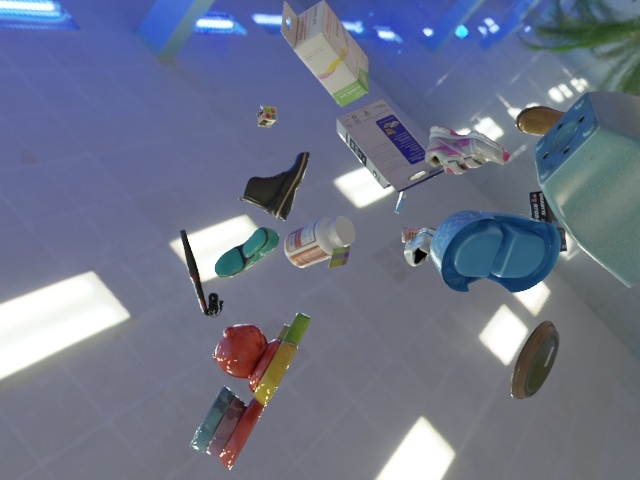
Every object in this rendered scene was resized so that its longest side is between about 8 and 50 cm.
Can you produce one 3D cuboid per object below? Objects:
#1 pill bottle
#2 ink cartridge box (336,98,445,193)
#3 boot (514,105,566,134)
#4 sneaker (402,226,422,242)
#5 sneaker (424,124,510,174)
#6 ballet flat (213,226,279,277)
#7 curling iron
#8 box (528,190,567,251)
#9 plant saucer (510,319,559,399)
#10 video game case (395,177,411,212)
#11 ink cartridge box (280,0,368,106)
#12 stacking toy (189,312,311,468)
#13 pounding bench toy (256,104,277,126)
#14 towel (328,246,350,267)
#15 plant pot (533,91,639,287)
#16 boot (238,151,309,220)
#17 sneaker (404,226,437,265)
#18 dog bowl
[{"bbox_3d":[0.000,0.000,2.146,0.121,0.216,0.121,22,-122,-40],"label":"pill bottle"},{"bbox_3d":[0.197,-0.258,1.994,0.165,0.065,0.333,-24,-123,-16],"label":"ink cartridge box"},{"bbox_3d":[0.724,-0.323,2.031,0.236,0.089,0.269,0,-158,-5],"label":"boot"},{"bbox_3d":[0.306,-0.018,2.257,0.134,0.070,0.051,-1,-87,-71],"label":"sneaker"},{"bbox_3d":[0.375,-0.219,1.806,0.103,0.111,0.252,25,177,-41],"label":"sneaker"},{"bbox_3d":[-0.207,0.042,2.032,0.087,0.247,0.083,7,-124,-49],"label":"ballet flat"},{"bbox_3d":[-0.358,0.098,2.041,0.068,0.035,0.274,-23,-92,-42],"label":"curling iron"},{"bbox_3d":[0.655,-0.050,1.996,0.220,0.051,0.175,0,-96,-60],"label":"box"},{"bbox_3d":[0.701,0.393,2.252,0.041,0.278,0.277,23,-166,36],"label":"plant saucer"},{"bbox_3d":[0.299,-0.191,2.434,0.015,0.119,0.166,18,-110,4],"label":"video game case"},{"bbox_3d":[0.021,-0.648,2.324,0.353,0.119,0.207,43,-145,-38],"label":"ink cartridge box"},{"bbox_3d":[-0.146,0.255,1.342,0.130,0.309,0.279,29,-155,1],"label":"stacking toy"},{"bbox_3d":[-0.190,-0.456,2.474,0.052,0.065,0.083,0,-107,-31],"label":"pounding bench toy"},{"bbox_3d":[0.054,0.049,2.047,0.060,0.083,0.009,-10,-130,-19],"label":"towel"},{"bbox_3d":[0.529,-0.123,1.245,0.252,0.248,0.247,31,-144,-11],"label":"plant pot"},{"bbox_3d":[-0.119,-0.166,1.835,0.137,0.077,0.198,22,-111,1],"label":"boot"},{"bbox_3d":[0.261,0.036,1.874,0.071,0.191,0.083,25,-115,4],"label":"sneaker"},{"bbox_3d":[0.354,0.018,1.429,0.297,0.166,0.074,2,-154,-27],"label":"dog bowl"}]
